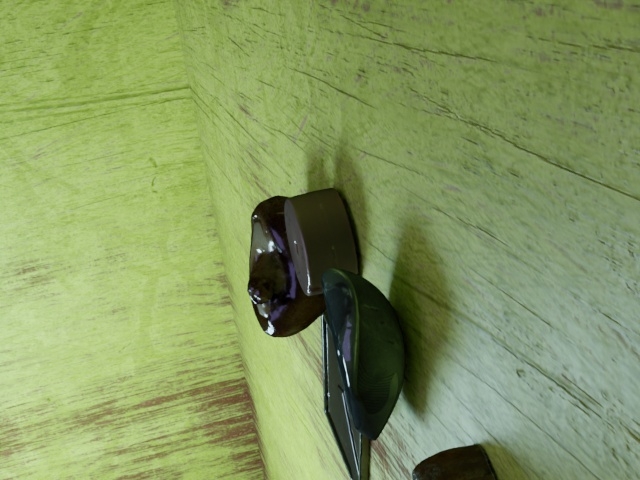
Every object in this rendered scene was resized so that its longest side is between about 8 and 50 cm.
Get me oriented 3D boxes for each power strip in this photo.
[{"bbox_3d":[0.000,0.000,1.674,0.154,0.078,0.154,168,90,-82],"label":"power strip"}]

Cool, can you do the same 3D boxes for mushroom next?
[{"bbox_3d":[-0.048,0.039,1.859,0.194,0.138,0.231,-96,9,-67],"label":"mushroom"}]

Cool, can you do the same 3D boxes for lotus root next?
[{"bbox_3d":[0.156,0.295,1.272,0.112,0.081,0.122,78,171,-47],"label":"lotus root"}]

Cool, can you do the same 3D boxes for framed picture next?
[{"bbox_3d":[0.041,0.279,1.937,0.290,0.020,0.211,89,164,-44],"label":"framed picture"}]

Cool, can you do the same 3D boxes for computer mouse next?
[{"bbox_3d":[0.066,0.164,1.532,0.379,0.090,0.167,83,174,-58],"label":"computer mouse"}]
